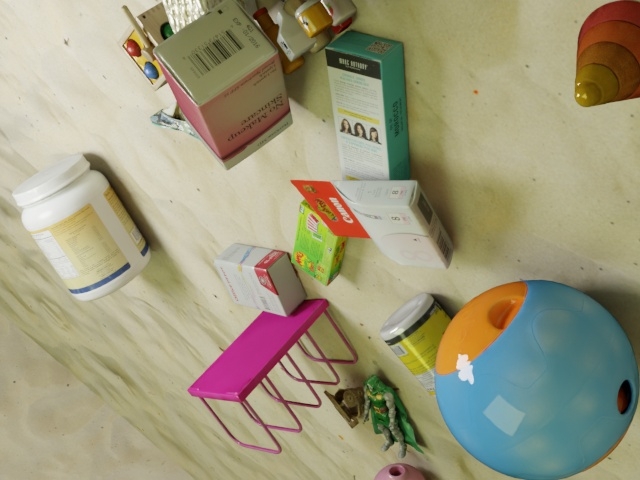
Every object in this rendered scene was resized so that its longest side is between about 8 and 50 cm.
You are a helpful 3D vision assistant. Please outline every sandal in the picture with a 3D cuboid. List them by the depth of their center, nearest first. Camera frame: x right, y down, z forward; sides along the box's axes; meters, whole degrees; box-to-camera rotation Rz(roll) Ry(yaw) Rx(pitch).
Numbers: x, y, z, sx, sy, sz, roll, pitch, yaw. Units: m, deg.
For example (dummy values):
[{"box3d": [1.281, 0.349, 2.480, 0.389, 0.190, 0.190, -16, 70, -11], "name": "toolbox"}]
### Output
[{"box3d": [0.071, 0.363, 1.794, 0.088, 0.079, 0.240, 48, 172, 23], "name": "sandal"}]

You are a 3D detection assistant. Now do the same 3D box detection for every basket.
[{"box3d": [-0.187, -0.407, 1.231, 0.113, 0.103, 0.167, 18, 138, 38], "name": "basket"}]

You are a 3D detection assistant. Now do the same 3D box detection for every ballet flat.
[{"box3d": [-0.259, -0.240, 1.540, 0.188, 0.070, 0.070, 21, 139, 31], "name": "ballet flat"}]

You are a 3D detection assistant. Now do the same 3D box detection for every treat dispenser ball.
[{"box3d": [0.311, 0.201, 1.150, 0.288, 0.288, 0.288, 29, 143, 25], "name": "treat dispenser ball"}]

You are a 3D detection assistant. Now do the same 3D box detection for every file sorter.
[{"box3d": [-0.090, 0.289, 1.691, 0.202, 0.291, 0.182, -8, 121, 51], "name": "file sorter"}]

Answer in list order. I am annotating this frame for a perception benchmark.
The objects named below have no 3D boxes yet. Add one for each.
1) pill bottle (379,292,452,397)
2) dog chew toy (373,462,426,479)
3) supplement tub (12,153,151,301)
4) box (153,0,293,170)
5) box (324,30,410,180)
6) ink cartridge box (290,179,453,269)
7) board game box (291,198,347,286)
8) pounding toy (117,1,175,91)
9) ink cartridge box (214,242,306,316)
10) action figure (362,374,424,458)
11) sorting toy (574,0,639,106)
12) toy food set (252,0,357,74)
[{"box3d": [0.214, 0.207, 1.417, 0.208, 0.119, 0.119, 49, 147, -5], "name": "pill bottle"}, {"box3d": [0.197, 0.661, 1.857, 0.206, 0.206, 0.332, 15, 127, 39], "name": "dog chew toy"}, {"box3d": [-0.592, -0.034, 1.964, 0.228, 0.228, 0.316, 0, 125, 48], "name": "supplement tub"}, {"box3d": [-0.144, -0.237, 1.237, 0.127, 0.148, 0.232, 51, 172, 17], "name": "box"}, {"box3d": [0.076, -0.189, 1.206, 0.100, 0.060, 0.244, 22, 140, 31], "name": "box"}, {"box3d": [0.080, -0.027, 1.288, 0.232, 0.066, 0.189, -1, 149, 29], "name": "ink cartridge box"}, {"box3d": [0.000, 0.000, 1.507, 0.092, 0.043, 0.181, 35, 145, 18], "name": "board game box"}, {"box3d": [-0.300, -0.355, 1.415, 0.130, 0.100, 0.141, 52, 147, -9], "name": "pounding toy"}, {"box3d": [-0.133, 0.082, 1.715, 0.175, 0.072, 0.127, 9, 132, 43], "name": "ink cartridge box"}, {"box3d": [0.140, 0.381, 1.738, 0.137, 0.063, 0.232, 8, 131, 38], "name": "action figure"}, {"box3d": [0.341, -0.256, 0.782, 0.127, 0.126, 0.366, 37, 147, 14], "name": "sorting toy"}, {"box3d": [-0.027, -0.326, 1.120, 0.105, 0.111, 0.232, 56, 173, -4], "name": "toy food set"}]
